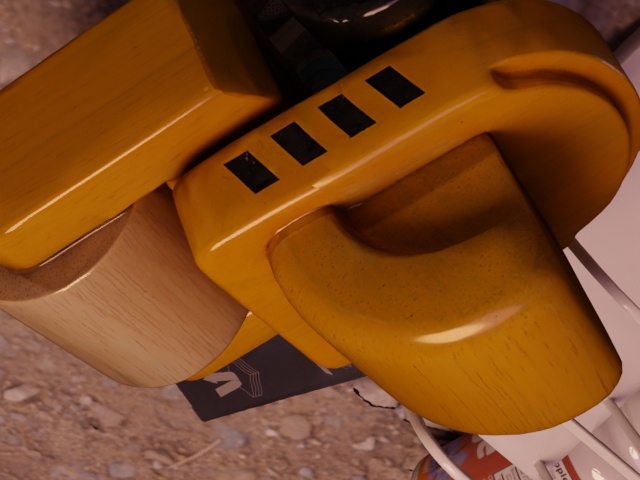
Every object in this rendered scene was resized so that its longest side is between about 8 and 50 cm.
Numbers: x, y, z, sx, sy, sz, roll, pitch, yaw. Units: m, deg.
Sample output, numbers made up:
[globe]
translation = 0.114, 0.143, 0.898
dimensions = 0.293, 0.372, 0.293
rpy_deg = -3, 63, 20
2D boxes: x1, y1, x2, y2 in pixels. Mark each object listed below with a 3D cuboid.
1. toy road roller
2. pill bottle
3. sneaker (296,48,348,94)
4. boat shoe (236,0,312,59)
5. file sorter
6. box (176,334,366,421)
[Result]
[toy road roller]
translation = 0.000, 0.000, 0.648
dimensions = 0.329, 0.241, 0.202
rpy_deg = -30, 146, 10
[pill bottle]
translation = 0.180, 0.171, 0.979
dimensions = 0.216, 0.121, 0.121
rpy_deg = -35, 119, 29
[sneaker]
translation = 0.054, -0.057, 0.827
dimensions = 0.162, 0.073, 0.063
rpy_deg = 19, 129, -11
[boat shoe]
translation = -0.030, -0.158, 0.738
dimensions = 0.285, 0.103, 0.092
rpy_deg = -34, 114, 25
[file sorter]
translation = 0.190, 0.042, 0.779
dimensions = 0.277, 0.173, 0.193
rpy_deg = -44, 116, 11
[box]
translation = -0.044, 0.024, 0.894
dimensions = 0.158, 0.093, 0.156
rpy_deg = -18, 127, 18
